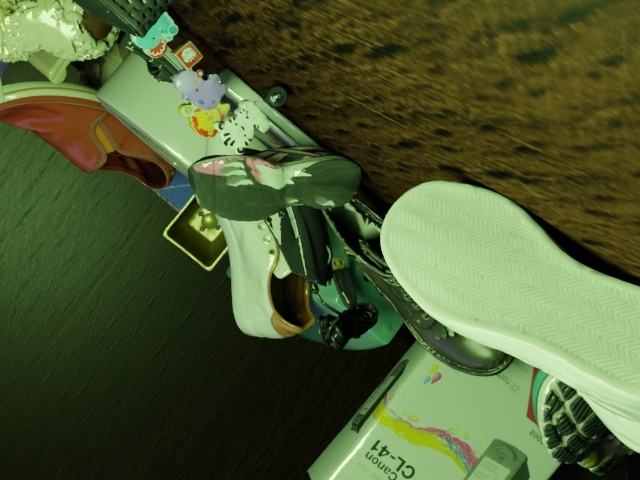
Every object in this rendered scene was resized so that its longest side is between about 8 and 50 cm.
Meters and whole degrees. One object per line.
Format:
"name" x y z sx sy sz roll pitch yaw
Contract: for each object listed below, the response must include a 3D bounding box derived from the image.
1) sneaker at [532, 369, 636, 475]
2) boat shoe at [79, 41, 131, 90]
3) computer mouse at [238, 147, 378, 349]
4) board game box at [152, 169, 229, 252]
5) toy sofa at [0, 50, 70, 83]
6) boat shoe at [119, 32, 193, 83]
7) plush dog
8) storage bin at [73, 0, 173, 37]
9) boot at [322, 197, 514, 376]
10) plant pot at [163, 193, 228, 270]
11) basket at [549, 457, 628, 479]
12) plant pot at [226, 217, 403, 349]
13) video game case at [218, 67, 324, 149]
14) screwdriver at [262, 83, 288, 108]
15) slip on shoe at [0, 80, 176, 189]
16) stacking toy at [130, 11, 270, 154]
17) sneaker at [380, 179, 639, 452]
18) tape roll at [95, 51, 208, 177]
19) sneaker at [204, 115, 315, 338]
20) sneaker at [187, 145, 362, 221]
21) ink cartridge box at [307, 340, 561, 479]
"sneaker" 0.269 0.178 1.531 0.110 0.107 0.275 48 -179 30
"boat shoe" -0.344 -0.250 2.288 0.122 0.110 0.341 40 176 -12
"computer mouse" 0.000 0.000 1.681 0.262 0.060 0.184 64 -165 10
"board game box" -0.118 -0.033 2.443 0.232 0.141 0.291 38 176 19
"toy sofa" -0.470 -0.349 1.861 0.362 0.177 0.150 44 175 -40
"boat shoe" -0.198 -0.220 1.767 0.049 0.040 0.142 36 175 42
"plush dog" -0.356 -0.289 1.576 0.262 0.211 0.225 46 -157 -17
"storage bin" -0.173 -0.230 1.072 0.122 0.084 0.180 41 175 -29
"boot" 0.103 0.049 1.605 0.263 0.091 0.229 40 179 16
"plant pot" -0.152 -0.020 1.925 0.081 0.081 0.083 39 -172 -5
"basket" 0.298 0.269 1.981 0.204 0.154 0.227 33 170 50
"plant pot" 0.027 0.045 1.904 0.165 0.165 0.234 42 168 -29
"video game case" -0.049 -0.120 1.632 0.183 0.023 0.201 40 176 -5
"screwdriver" -0.051 -0.141 1.414 0.024 0.025 0.170 40 175 -9
"slip on shoe" -0.339 -0.154 2.075 0.331 0.101 0.123 18 157 -39
"stacking toy" -0.152 -0.186 1.459 0.221 0.052 0.167 51 172 -21
"sneaker" 0.176 0.070 1.060 0.292 0.108 0.169 35 171 40
"tape roll" -0.172 -0.146 1.961 0.286 0.100 0.286 39 177 2
"sneaker" -0.058 -0.020 1.763 0.123 0.106 0.290 2 108 47
"sneaker" -0.052 -0.064 1.480 0.178 0.072 0.077 1 -158 -18
"ink cartridge box" 0.167 0.254 1.793 0.226 0.306 0.131 39 177 -4
